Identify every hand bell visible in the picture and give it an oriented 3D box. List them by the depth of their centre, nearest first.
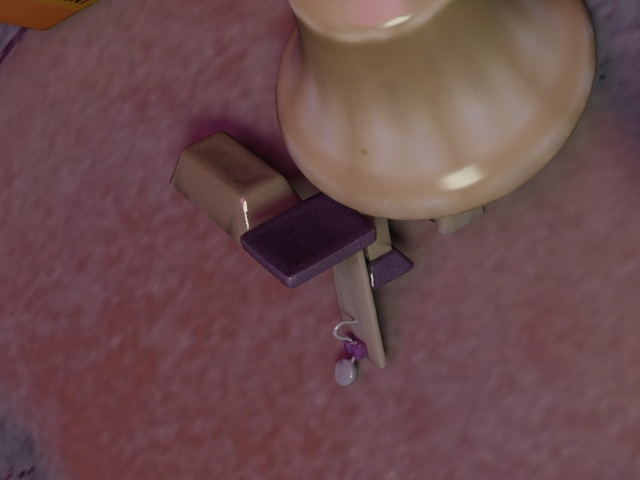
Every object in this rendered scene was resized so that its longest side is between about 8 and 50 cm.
[{"bbox_3d":[0.004,-0.112,0.425,0.126,0.242,0.126,-8,64,17],"label":"hand bell"}]

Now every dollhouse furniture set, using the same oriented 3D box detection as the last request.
[{"bbox_3d":[0.000,0.000,0.573,0.114,0.091,0.081,38,149,44],"label":"dollhouse furniture set"}]

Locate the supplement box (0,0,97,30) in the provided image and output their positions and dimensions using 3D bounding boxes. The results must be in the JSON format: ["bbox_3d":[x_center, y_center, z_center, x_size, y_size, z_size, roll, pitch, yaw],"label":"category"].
[{"bbox_3d":[-0.061,-0.171,0.567,0.233,0.078,0.080,-25,78,25],"label":"supplement box"}]
